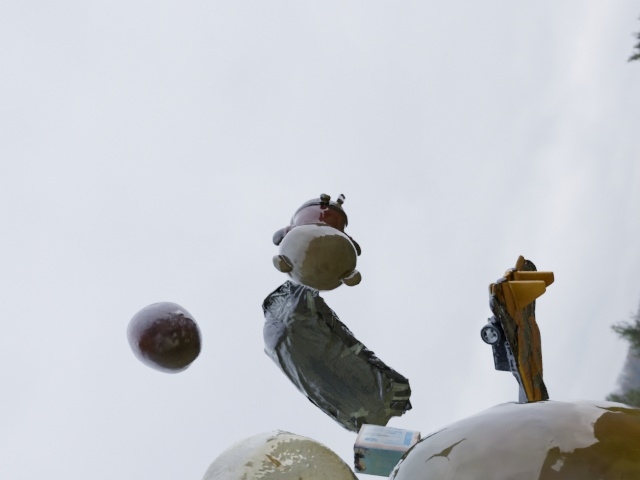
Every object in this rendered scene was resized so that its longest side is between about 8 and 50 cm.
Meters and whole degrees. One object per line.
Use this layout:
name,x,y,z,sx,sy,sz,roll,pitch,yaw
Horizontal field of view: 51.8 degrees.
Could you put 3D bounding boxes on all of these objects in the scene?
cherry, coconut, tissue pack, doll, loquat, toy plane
cherry,-0.432,0.269,1.831,0.183,0.213,0.266,-56,-9,10
coconut,-0.062,0.389,0.849,0.237,0.237,0.265,-20,-42,-50
tissue pack,0.102,0.315,0.982,0.074,0.095,0.058,-38,-51,-69
doll,0.000,0.000,1.677,0.329,0.235,0.174,-87,12,-54
loquat,0.133,0.165,0.324,0.228,0.179,0.179,18,-92,-14
toy plane,0.327,0.197,1.083,0.204,0.103,0.315,-26,-64,-53

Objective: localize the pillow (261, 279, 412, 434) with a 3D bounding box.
pillow,0.018,0.220,1.215,0.161,0.335,0.092,-46,-3,8
